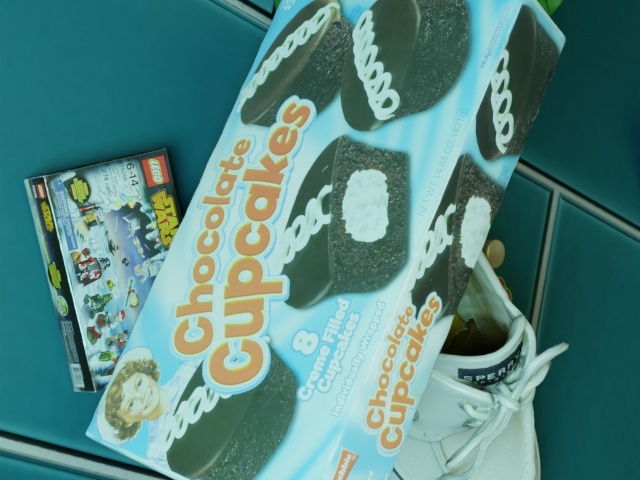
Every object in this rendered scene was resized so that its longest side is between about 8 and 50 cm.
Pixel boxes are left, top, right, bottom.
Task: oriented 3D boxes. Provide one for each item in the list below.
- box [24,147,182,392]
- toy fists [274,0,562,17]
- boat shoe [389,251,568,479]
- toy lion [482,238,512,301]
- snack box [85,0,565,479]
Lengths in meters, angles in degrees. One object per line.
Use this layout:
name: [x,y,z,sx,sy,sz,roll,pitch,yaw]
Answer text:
box: [-0.126,0.017,0.816,0.094,0.027,0.137,-19,99,-42]
toy fists: [0.082,-0.181,0.973,0.279,0.096,0.142,-24,104,-42]
boat shoe: [0.101,0.082,0.904,0.136,0.156,0.367,-36,118,-24]
toy lion: [0.116,0.050,1.030,0.100,0.034,0.096,-17,106,-41]
snack box: [0.000,0.000,0.762,0.060,0.187,0.322,33,75,-46]
